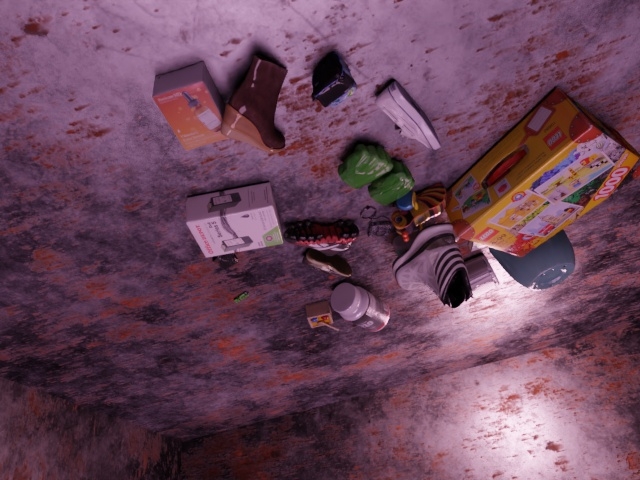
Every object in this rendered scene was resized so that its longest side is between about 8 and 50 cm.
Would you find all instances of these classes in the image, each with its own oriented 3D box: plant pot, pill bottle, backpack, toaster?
[{"bbox_3d":[0.880,0.059,1.722,0.292,0.235,0.293,-11,141,-9],"label":"plant pot"},{"bbox_3d":[0.181,0.305,1.933,0.161,0.161,0.283,-32,138,25],"label":"pill bottle"},{"bbox_3d":[0.031,-0.392,1.043,0.105,0.115,0.084,-32,139,28],"label":"backpack"},{"bbox_3d":[0.710,0.158,1.916,0.146,0.129,0.227,-30,137,16],"label":"toaster"}]

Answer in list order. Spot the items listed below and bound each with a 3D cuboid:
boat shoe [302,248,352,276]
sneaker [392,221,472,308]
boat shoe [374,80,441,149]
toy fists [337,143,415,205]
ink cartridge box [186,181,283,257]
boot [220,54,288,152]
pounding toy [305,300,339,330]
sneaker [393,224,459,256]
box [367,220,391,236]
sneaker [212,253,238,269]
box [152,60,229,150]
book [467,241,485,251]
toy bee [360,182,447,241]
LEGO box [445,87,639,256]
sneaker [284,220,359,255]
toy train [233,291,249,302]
[{"bbox_3d":[0.026,0.099,1.705,0.223,0.080,0.073,23,137,-29],"label":"boat shoe"},{"bbox_3d":[0.394,0.151,1.536,0.168,0.258,0.448,-9,153,-10],"label":"sneaker"},{"bbox_3d":[0.250,-0.338,1.200,0.084,0.095,0.258,-30,128,29],"label":"boat shoe"},{"bbox_3d":[0.189,-0.212,1.334,0.142,0.096,0.279,-28,142,36],"label":"toy fists"},{"bbox_3d":[-0.275,-0.063,1.382,0.272,0.115,0.198,-11,143,-1],"label":"ink cartridge box"},{"bbox_3d":[-0.129,-0.339,1.084,0.207,0.090,0.248,-57,156,18],"label":"boot"},{"bbox_3d":[0.009,0.371,2.022,0.129,0.100,0.141,-13,142,2],"label":"pounding toy"},{"bbox_3d":[0.428,0.025,1.694,0.255,0.094,0.151,-10,138,13],"label":"sneaker"},{"bbox_3d":[0.225,-0.044,1.616,0.083,0.018,0.067,-6,142,-7],"label":"box"},{"bbox_3d":[-0.338,0.055,1.574,0.089,0.051,0.170,25,134,-38],"label":"sneaker"},{"bbox_3d":[-0.314,-0.330,1.051,0.129,0.091,0.171,-15,143,5],"label":"box"},{"bbox_3d":[0.675,-0.021,1.756,0.096,0.035,0.144,-15,142,-3],"label":"book"},{"bbox_3d":[0.316,-0.076,1.485,0.298,0.162,0.195,-34,139,27],"label":"toy bee"},{"bbox_3d":[0.727,-0.191,1.415,0.372,0.193,0.500,14,136,-30],"label":"LEGO box"},{"bbox_3d":[0.000,0.000,1.548,0.275,0.098,0.135,-2,139,-14],"label":"sneaker"},{"bbox_3d":[-0.345,0.246,1.840,0.083,0.017,0.023,-33,127,25],"label":"toy train"}]
